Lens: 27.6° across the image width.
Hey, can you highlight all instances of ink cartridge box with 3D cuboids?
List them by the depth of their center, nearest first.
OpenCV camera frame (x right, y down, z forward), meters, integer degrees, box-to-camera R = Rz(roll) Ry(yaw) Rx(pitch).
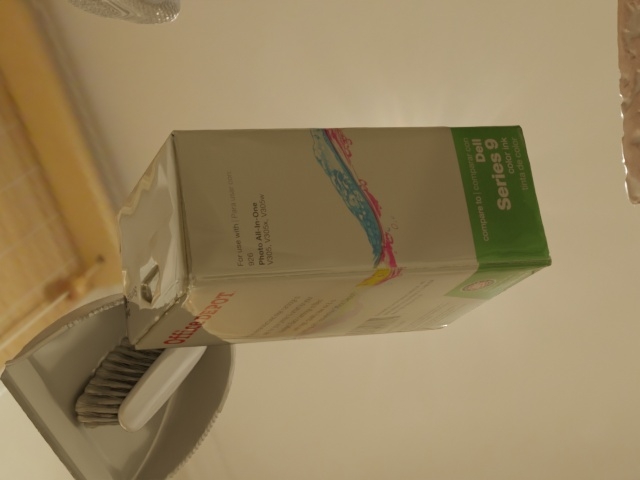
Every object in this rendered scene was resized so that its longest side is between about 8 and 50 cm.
[{"bbox_3d":[0.000,0.000,0.760,0.154,0.212,0.093,138,-55,-64],"label":"ink cartridge box"}]

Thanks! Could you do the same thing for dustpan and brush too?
[{"bbox_3d":[-0.088,0.066,0.852,0.060,0.211,0.147,11,-41,42],"label":"dustpan and brush"}]

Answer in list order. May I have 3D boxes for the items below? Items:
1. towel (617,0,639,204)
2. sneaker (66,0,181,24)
[{"bbox_3d":[0.348,-0.207,1.037,0.317,0.053,0.331,-9,-99,61],"label":"towel"},{"bbox_3d":[-0.251,-0.334,1.343,0.269,0.153,0.101,22,-14,-23],"label":"sneaker"}]
